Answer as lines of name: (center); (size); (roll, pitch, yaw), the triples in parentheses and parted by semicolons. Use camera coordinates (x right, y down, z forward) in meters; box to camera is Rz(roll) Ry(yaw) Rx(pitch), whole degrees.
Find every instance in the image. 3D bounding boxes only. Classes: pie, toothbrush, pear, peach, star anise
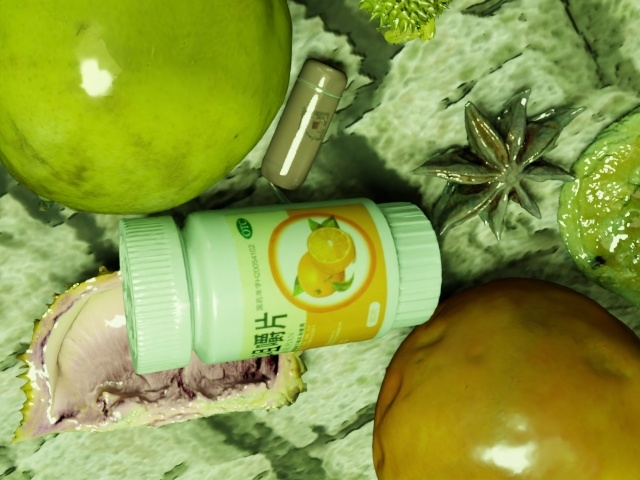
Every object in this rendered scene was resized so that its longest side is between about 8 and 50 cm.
pie: (0.423, -0.042, 0.891); (0.277, 0.078, 0.277); (-2, 109, -6)
toothbrush: (0.000, 0.000, 0.896); (0.019, 0.013, 0.193); (-36, 110, 12)
pear: (-0.185, -0.156, 0.692); (0.287, 0.287, 0.375); (31, 123, -16)
peach: (0.236, 0.211, 0.851); (0.342, 0.302, 0.343); (14, 130, 18)
star anise: (0.196, -0.088, 0.856); (0.180, 0.061, 0.204); (21, 113, -26)

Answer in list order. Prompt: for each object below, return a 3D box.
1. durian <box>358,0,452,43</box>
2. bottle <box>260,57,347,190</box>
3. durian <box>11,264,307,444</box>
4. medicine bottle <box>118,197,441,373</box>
durian: (0.085, -0.299, 0.722); (0.159, 0.146, 0.198); (26, 102, -12)
bottle: (-0.019, -0.127, 0.826); (0.053, 0.053, 0.140); (20, 107, -13)
durian: (-0.181, 0.119, 0.876); (0.341, 0.112, 0.191); (-5, 81, -18)
medicine bottle: (-0.042, 0.040, 0.793); (0.318, 0.158, 0.158); (-7, 112, -20)
